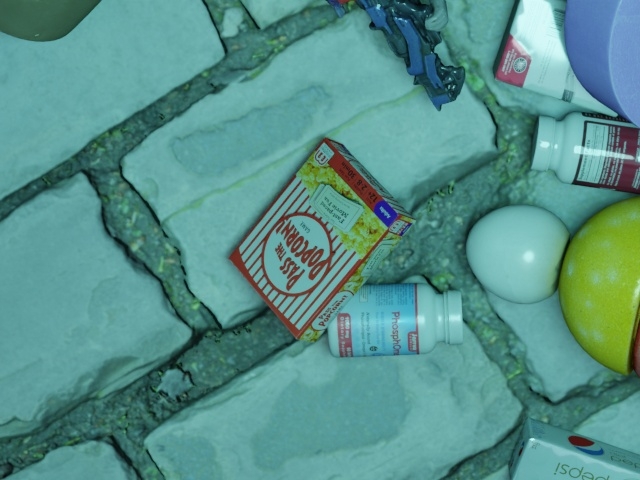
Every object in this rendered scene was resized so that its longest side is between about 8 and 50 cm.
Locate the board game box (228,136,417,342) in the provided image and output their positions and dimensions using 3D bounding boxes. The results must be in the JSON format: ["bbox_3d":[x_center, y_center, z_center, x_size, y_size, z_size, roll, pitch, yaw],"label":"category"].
[{"bbox_3d":[0.000,0.000,1.885,0.193,0.045,0.147,-51,59,14],"label":"board game box"}]

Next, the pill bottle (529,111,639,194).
[{"bbox_3d":[0.322,-0.103,1.854,0.152,0.086,0.086,9,106,2],"label":"pill bottle"}]

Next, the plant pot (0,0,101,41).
[{"bbox_3d":[-0.297,-0.352,1.763,0.263,0.263,0.229,32,124,-5],"label":"plant pot"}]

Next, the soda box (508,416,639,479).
[{"bbox_3d":[0.344,0.293,1.973,0.216,0.069,0.074,19,107,-1],"label":"soda box"}]

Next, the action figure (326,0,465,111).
[{"bbox_3d":[0.120,-0.321,1.760,0.330,0.178,0.341,-14,134,14],"label":"action figure"}]

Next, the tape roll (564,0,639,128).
[{"bbox_3d":[0.403,-0.250,1.738,0.275,0.090,0.275,-13,121,-23],"label":"tape roll"}]

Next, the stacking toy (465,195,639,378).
[{"bbox_3d":[0.396,0.052,1.819,0.480,0.350,0.351,18,107,16],"label":"stacking toy"}]

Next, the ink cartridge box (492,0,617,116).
[{"bbox_3d":[0.285,-0.218,1.835,0.150,0.063,0.109,17,106,-1],"label":"ink cartridge box"}]

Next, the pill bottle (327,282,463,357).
[{"bbox_3d":[0.090,0.095,1.923,0.160,0.087,0.087,-3,105,5],"label":"pill bottle"}]
